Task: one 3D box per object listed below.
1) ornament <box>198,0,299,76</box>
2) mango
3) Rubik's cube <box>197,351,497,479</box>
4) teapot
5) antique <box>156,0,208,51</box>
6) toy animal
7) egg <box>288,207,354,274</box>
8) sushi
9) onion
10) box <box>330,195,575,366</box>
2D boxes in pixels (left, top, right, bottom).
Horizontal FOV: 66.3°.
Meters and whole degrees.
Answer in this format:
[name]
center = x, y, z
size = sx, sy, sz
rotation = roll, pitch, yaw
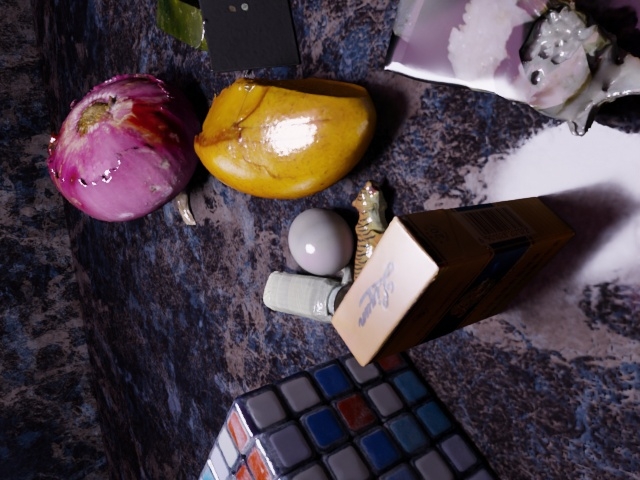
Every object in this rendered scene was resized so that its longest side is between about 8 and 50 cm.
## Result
[ornament]
center = -0.145, -0.370, 0.919
size = 0.196, 0.153, 0.166
rotation = 173, 87, -76
[mango]
center = -0.050, -0.170, 0.775
size = 0.350, 0.201, 0.199
rotation = 7, 141, 43
[Rubik's cube]
center = 0.026, 0.364, 0.706
size = 0.287, 0.293, 0.292
rotation = 52, 136, 30
[teapot]
center = -0.009, 0.085, 0.861
size = 0.200, 0.077, 0.107
rotation = 3, 70, 51
[antique]
center = -0.266, -0.462, 1.041
size = 0.221, 0.080, 0.081
rotation = 40, 129, 37
[toy animal]
center = 0.090, 0.032, 0.739
size = 0.099, 0.057, 0.241
rotation = 26, 120, 53
[egg]
center = 0.000, 0.000, 0.794
size = 0.135, 0.103, 0.103
rotation = -125, 40, -57
[sushi]
center = 0.211, -0.203, 0.501
size = 0.273, 0.109, 0.134
rotation = 31, 119, 27
[onion]
center = -0.441, -0.210, 1.154
size = 0.345, 0.358, 0.358
rotation = 54, -164, -78
[box]
center = 0.144, 0.037, 0.518
size = 0.070, 0.237, 0.152
rotation = 56, 137, 31
